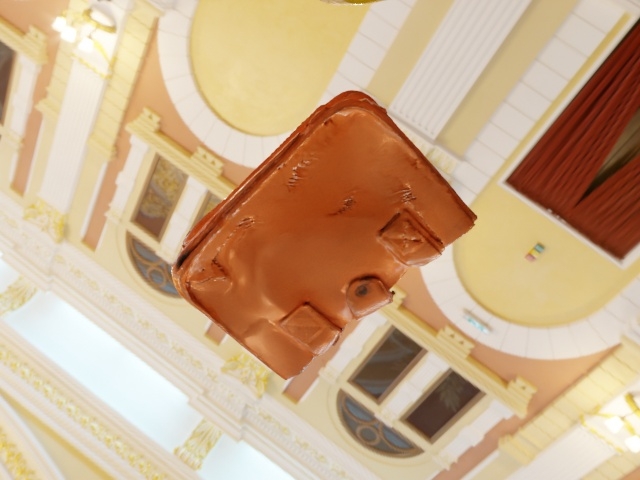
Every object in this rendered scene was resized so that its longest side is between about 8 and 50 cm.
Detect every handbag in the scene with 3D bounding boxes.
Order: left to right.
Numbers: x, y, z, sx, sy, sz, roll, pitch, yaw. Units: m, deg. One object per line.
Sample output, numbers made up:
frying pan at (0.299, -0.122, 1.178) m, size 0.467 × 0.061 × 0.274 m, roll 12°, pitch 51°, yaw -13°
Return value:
handbag at (0.000, 0.000, 0.841) m, size 0.303 × 0.410 × 0.116 m, roll 44°, pitch -168°, yaw -19°

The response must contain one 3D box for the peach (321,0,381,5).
peach at (0.058, -0.316, 0.588) m, size 0.179 × 0.103 × 0.179 m, roll -2°, pitch -142°, yaw 2°
